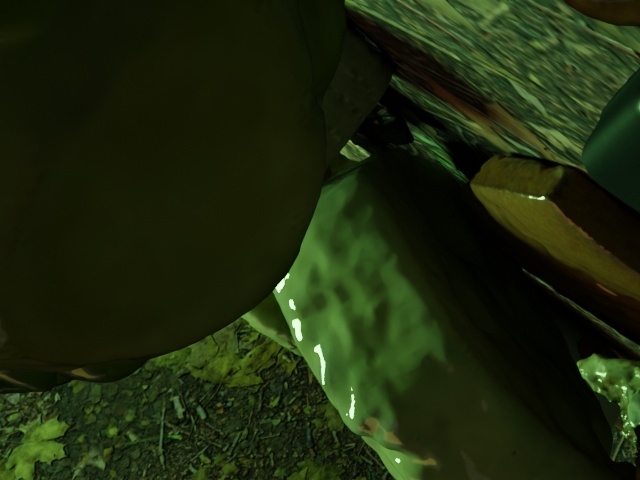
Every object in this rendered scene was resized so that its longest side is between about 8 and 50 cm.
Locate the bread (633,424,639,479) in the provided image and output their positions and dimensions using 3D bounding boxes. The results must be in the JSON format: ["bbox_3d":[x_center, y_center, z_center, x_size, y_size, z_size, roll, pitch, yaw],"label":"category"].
[{"bbox_3d":[0.314,0.194,1.017,0.240,0.139,0.240,13,180,0],"label":"bread"}]

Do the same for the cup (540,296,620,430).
[{"bbox_3d":[0.140,0.118,1.687,0.317,0.212,0.212,37,178,-20],"label":"cup"}]

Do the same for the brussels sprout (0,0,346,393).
[{"bbox_3d":[-0.132,-0.088,0.481,0.294,0.259,0.227,37,179,24],"label":"brussels sprout"}]

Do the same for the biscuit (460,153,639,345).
[{"bbox_3d":[0.182,0.022,1.000,0.284,0.043,0.306,34,178,30],"label":"biscuit"}]

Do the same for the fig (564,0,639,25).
[{"bbox_3d":[0.077,-0.076,0.387,0.050,0.050,0.083,35,-172,4],"label":"fig"}]

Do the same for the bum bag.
[{"bbox_3d":[0.030,-0.088,1.094,0.058,0.034,0.124,49,175,-16],"label":"bum bag"}]

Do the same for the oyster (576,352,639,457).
[{"bbox_3d":[0.355,0.190,1.291,0.166,0.110,0.341,43,177,-33],"label":"oyster"}]

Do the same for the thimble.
[{"bbox_3d":[-0.021,-0.098,0.944,0.102,0.090,0.115,38,-179,26],"label":"thimble"}]

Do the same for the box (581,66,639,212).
[{"bbox_3d":[0.192,0.014,0.492,0.230,0.050,0.160,35,178,4],"label":"box"}]

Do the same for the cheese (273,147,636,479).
[{"bbox_3d":[0.096,0.076,1.112,0.318,0.115,0.326,49,-161,-12],"label":"cheese"}]

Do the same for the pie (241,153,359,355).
[{"bbox_3d":[0.000,0.000,1.370,0.339,0.077,0.339,16,-153,-8],"label":"pie"}]
